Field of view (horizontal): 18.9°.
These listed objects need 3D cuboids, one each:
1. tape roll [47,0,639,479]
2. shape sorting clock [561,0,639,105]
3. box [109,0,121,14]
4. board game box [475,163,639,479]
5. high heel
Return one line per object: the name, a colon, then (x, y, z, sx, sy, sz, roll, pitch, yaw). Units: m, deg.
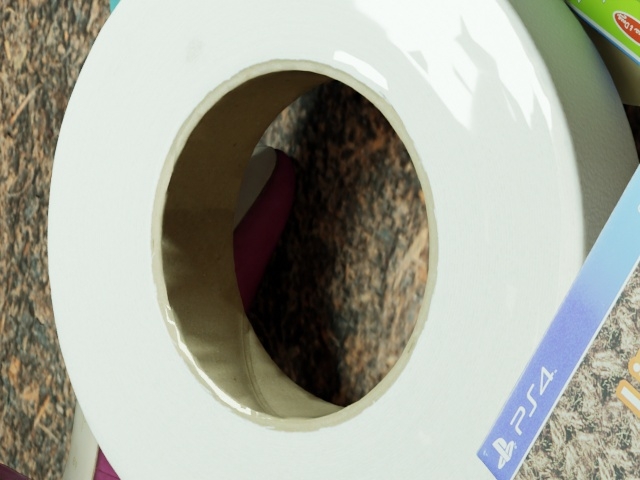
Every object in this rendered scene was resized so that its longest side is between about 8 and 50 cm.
tape roll: (0.000, 0.000, 1.088, 0.392, 0.072, 0.392, 1, 91, 39)
shape sorting clock: (0.168, -0.173, 1.001, 0.206, 0.040, 0.206, 8, 100, 53)
box: (-0.097, -0.203, 1.317, 0.100, 0.060, 0.244, -13, 81, 50)
board game box: (0.242, 0.100, 0.833, 0.291, 0.141, 0.232, 50, 127, 38)
high heel: (-0.092, 0.114, 1.325, 0.377, 0.181, 0.127, -51, 29, 16)
